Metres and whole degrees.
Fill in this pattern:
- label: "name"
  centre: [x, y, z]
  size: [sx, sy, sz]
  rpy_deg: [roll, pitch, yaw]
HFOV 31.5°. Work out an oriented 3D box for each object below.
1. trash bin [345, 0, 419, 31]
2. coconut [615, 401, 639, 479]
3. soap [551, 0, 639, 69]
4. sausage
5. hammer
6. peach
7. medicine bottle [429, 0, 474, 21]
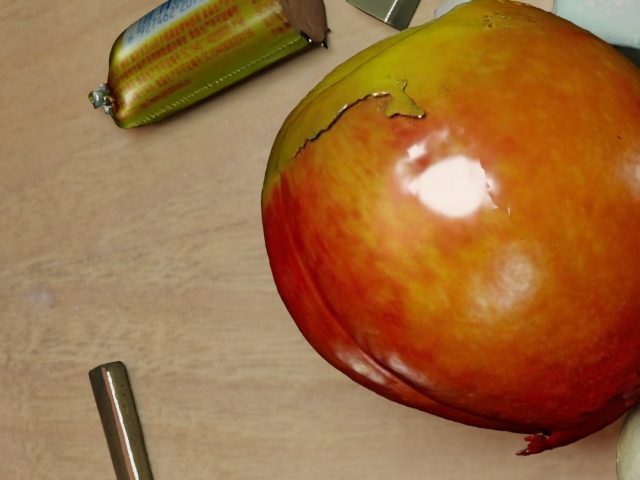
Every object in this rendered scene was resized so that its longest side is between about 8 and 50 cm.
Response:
- label: "trash bin"
  centre: [0.078, -0.268, 1.159]
  size: [0.061, 0.043, 0.092]
  rpy_deg: [34, 100, 29]
- label: "coconut"
  centre: [0.319, 0.184, 0.910]
  size: [0.161, 0.162, 0.161]
  rpy_deg: [7, 116, 16]
- label: "soap"
  centre: [0.371, -0.351, 0.921]
  size: [0.261, 0.156, 0.446]
  rpy_deg: [17, 94, 32]
- label: "sausage"
  centre: [-0.139, -0.205, 1.244]
  size: [0.317, 0.117, 0.125]
  rpy_deg: [-24, 86, 30]
- label: "hammer"
  centre: [-0.191, 0.349, 1.264]
  size: [0.168, 0.044, 0.439]
  rpy_deg: [-26, 73, 28]
- label: "peach"
  centre: [0.137, -0.003, 0.909]
  size: [0.370, 0.370, 0.369]
  rpy_deg: [-3, 84, 31]
- label: "medicine bottle"
  centre: [0.111, -0.151, 1.090]
  size: [0.168, 0.105, 0.105]
  rpy_deg: [-43, 66, 22]
